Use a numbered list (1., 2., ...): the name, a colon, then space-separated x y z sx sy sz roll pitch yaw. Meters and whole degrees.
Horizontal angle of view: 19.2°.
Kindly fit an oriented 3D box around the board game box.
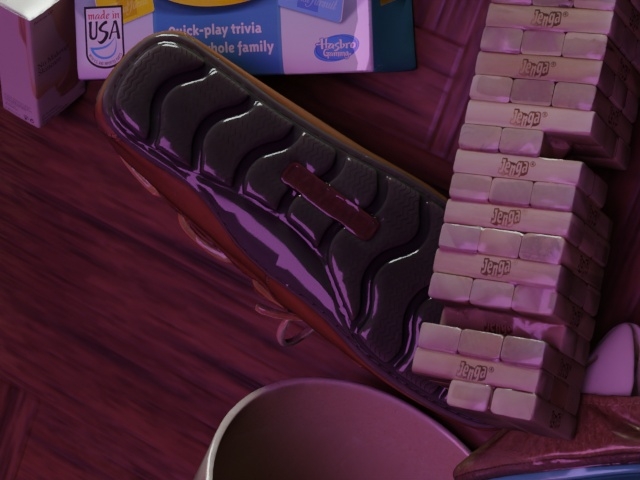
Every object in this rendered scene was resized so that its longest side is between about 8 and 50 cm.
1. board game box: -0.064 -0.289 1.402 0.254 0.079 0.336 1 96 27

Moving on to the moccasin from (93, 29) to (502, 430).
1. moccasin: -0.002 0.003 1.364 0.380 0.147 0.139 32 79 1

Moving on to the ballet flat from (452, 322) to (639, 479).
1. ballet flat: 0.254 0.113 1.275 0.342 0.116 0.124 -7 73 28

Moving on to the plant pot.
1. plant pot: -0.023 0.281 1.377 0.256 0.256 0.274 48 131 15

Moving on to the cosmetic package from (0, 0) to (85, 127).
1. cosmetic package: -0.219 -0.151 1.480 0.041 0.060 0.115 30 144 22

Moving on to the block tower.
1. block tower: 0.146 -0.045 1.254 0.091 0.097 0.335 8 79 26
